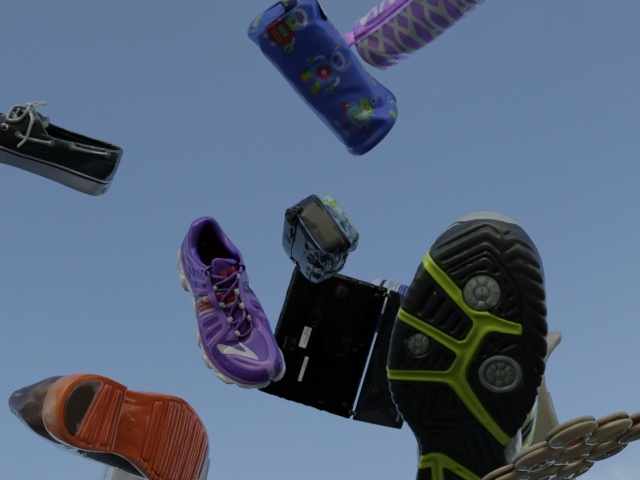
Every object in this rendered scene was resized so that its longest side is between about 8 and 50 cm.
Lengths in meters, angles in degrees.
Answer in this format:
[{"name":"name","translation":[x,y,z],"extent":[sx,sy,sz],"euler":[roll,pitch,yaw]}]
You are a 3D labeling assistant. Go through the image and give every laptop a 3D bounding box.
[{"name":"laptop","translation":[0.053,0.191,1.423],"extent":[0.264,0.136,0.234],"euler":[16,-98,5]}]

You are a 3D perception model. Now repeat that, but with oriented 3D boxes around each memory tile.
[{"name":"memory tile","translation":[0.177,0.167,0.598],"extent":[0.113,0.012,0.148],"euler":[4,-40,-34]}]

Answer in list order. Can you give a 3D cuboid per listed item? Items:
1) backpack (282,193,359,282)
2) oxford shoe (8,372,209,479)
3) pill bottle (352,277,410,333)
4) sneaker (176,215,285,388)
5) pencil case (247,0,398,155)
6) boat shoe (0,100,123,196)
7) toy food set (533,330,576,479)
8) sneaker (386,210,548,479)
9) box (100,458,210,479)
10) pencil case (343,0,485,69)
[{"name":"backpack","translation":[0.000,0.000,1.126],"extent":[0.084,0.105,0.114],"euler":[-29,-19,-25]},{"name":"oxford shoe","translation":[-0.298,0.280,1.192],"extent":[0.133,0.130,0.363],"euler":[-3,-31,30]},{"name":"pill bottle","translation":[0.138,0.137,1.592],"extent":[0.187,0.112,0.112],"euler":[14,-52,15]},{"name":"sneaker","translation":[-0.085,0.053,0.705],"extent":[0.068,0.170,0.071],"euler":[-20,-26,-23]},{"name":"pencil case","translation":[0.013,-0.290,1.370],"extent":[0.133,0.119,0.306],"euler":[-39,-65,9]},{"name":"boat shoe","translation":[-0.476,-0.174,1.305],"extent":[0.306,0.113,0.105],"euler":[23,-72,-19]},{"name":"toy food set","translation":[0.258,0.273,1.008],"extent":[0.092,0.220,0.306],"euler":[-17,-90,-34]},{"name":"sneaker","translation":[0.146,0.142,0.795],"extent":[0.145,0.147,0.384],"euler":[5,-63,12]},{"name":"box","translation":[-0.305,0.432,1.455],"extent":[0.171,0.091,0.130],"euler":[17,-25,-18]},{"name":"pencil case","translation":[0.131,-0.302,1.034],"extent":[0.088,0.086,0.206],"euler":[-6,-20,-45]}]
